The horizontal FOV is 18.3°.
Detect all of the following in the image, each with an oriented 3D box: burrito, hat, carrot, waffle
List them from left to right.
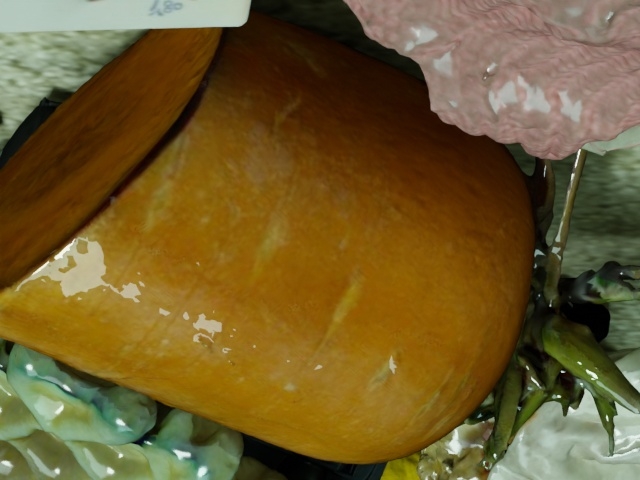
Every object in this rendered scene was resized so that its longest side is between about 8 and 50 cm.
[{"bbox_3d":[-0.139,0.131,1.097,0.292,0.056,0.309,25,149,9],"label":"waffle"},{"bbox_3d":[0.000,0.000,0.962,0.331,0.214,0.193,27,168,-24],"label":"carrot"},{"bbox_3d":[0.109,-0.126,0.758,0.236,0.107,0.286,35,159,-23],"label":"hat"},{"bbox_3d":[0.231,0.070,1.048,0.392,0.076,0.117,-18,141,12],"label":"burrito"}]

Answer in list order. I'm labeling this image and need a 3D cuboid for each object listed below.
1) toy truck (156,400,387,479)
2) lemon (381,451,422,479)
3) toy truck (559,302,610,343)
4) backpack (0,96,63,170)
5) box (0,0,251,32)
[{"bbox_3d":[-0.067,0.091,1.253,0.224,0.147,0.165,24,178,-27],"label":"toy truck"},{"bbox_3d":[0.003,0.163,1.372,0.155,0.114,0.114,-9,148,27],"label":"lemon"},{"bbox_3d":[0.145,0.115,1.244,0.125,0.101,0.242,-2,152,31],"label":"toy truck"},{"bbox_3d":[-0.151,-0.004,1.095,0.106,0.120,0.165,13,139,-8],"label":"backpack"},{"bbox_3d":[-0.139,-0.172,0.700,0.265,0.048,0.273,-2,146,-13],"label":"box"}]
